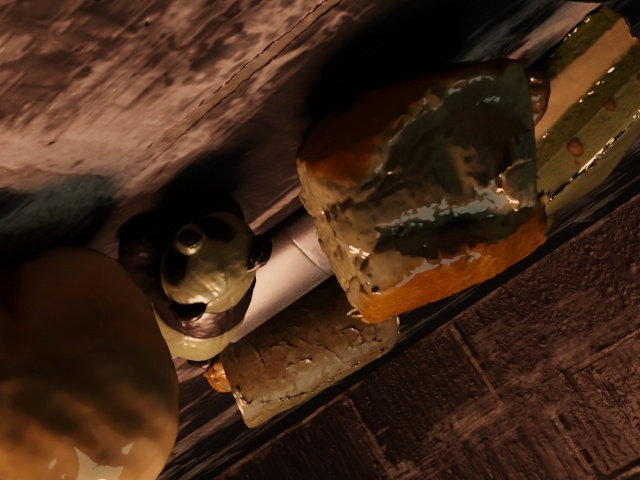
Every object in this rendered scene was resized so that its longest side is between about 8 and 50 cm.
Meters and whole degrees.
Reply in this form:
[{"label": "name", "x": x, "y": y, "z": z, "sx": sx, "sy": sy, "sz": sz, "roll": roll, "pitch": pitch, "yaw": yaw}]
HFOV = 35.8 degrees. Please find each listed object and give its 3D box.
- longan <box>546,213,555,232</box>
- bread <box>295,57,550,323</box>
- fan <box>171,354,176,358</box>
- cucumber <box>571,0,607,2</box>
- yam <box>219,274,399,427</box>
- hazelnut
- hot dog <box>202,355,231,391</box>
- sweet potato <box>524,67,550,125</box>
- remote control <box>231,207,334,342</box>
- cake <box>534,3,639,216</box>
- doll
[{"label": "longan", "x": 0.306, "y": -0.063, "z": 1.617, "sx": 0.145, "sy": 0.176, "sz": 0.155, "roll": 5, "pitch": -139, "yaw": 35}, {"label": "bread", "x": 0.108, "y": -0.056, "z": 1.007, "sx": 0.250, "sy": 0.225, "sz": 0.279, "roll": -24, "pitch": 174, "yaw": -5}, {"label": "fan", "x": -0.147, "y": 0.119, "z": 1.521, "sx": 0.329, "sy": 0.009, "sz": 0.191, "roll": -27, "pitch": 167, "yaw": -8}, {"label": "cucumber", "x": 0.275, "y": -0.272, "z": 0.969, "sx": 0.116, "sy": 0.062, "sz": 0.115, "roll": -39, "pitch": 168, "yaw": 33}, {"label": "yam", "x": -0.031, "y": 0.173, "z": 1.631, "sx": 0.304, "sy": 0.168, "sz": 0.168, "roll": -26, "pitch": 165, "yaw": -19}, {"label": "hazelnut", "x": -0.250, "y": 0.140, "z": 0.911, "sx": 0.261, "sy": 0.261, "sz": 0.241, "roll": -24, "pitch": 164, "yaw": -27}, {"label": "hot dog", "x": -0.092, "y": 0.200, "z": 1.790, "sx": 0.269, "sy": 0.072, "sz": 0.109, "roll": -21, "pitch": 165, "yaw": -29}, {"label": "sweet potato", "x": 0.189, "y": -0.128, "z": 1.270, "sx": 0.075, "sy": 0.075, "sz": 0.273, "roll": -15, "pitch": 162, "yaw": -49}, {"label": "remote control", "x": 0.000, "y": 0.000, "z": 1.278, "sx": 0.377, "sy": 0.107, "sz": 0.044, "roll": -35, "pitch": -151, "yaw": 15}, {"label": "cake", "x": 0.344, "y": -0.170, "z": 1.286, "sx": 0.172, "sy": 0.158, "sz": 0.283, "roll": -18, "pitch": 158, "yaw": -45}, {"label": "doll", "x": -0.130, "y": 0.040, "z": 1.045, "sx": 0.143, "sy": 0.135, "sz": 0.234, "roll": -26, "pitch": 161, "yaw": -29}]
